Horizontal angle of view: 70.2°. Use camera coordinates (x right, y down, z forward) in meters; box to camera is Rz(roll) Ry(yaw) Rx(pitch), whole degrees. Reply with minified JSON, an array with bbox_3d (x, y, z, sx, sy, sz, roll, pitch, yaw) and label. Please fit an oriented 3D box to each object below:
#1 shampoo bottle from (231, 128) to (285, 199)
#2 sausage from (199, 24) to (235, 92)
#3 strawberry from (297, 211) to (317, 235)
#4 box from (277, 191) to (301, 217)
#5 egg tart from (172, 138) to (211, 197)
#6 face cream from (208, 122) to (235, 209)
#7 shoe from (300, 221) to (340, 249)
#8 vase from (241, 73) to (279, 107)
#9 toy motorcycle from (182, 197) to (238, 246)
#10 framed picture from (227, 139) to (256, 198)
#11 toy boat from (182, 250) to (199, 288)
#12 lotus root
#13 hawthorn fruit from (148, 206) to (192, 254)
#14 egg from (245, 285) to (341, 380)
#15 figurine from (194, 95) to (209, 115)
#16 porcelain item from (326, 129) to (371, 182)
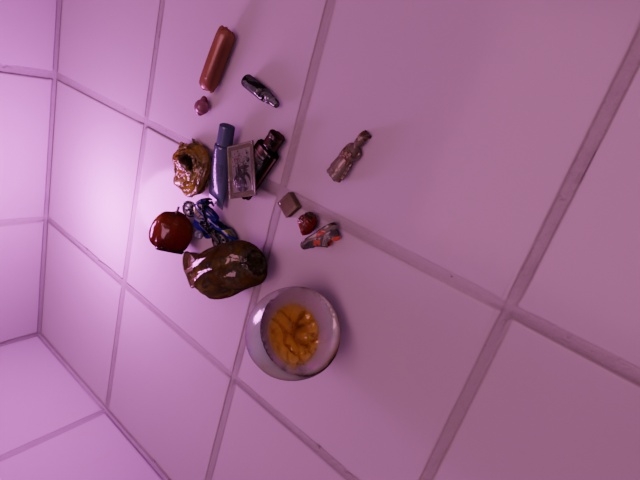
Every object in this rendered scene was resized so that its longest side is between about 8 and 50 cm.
[{"bbox_3d":[-0.264,-0.325,1.931,0.129,0.084,0.323,52,122,21],"label":"shampoo bottle"},{"bbox_3d":[-0.453,-0.787,1.989,0.086,0.086,0.289,43,119,23],"label":"sausage"},{"bbox_3d":[-0.055,-0.066,1.826,0.083,0.083,0.097,39,127,25],"label":"strawberry"},{"bbox_3d":[-0.131,-0.150,1.891,0.079,0.035,0.083,-39,74,34],"label":"box"},{"bbox_3d":[-0.638,-0.348,2.168,0.297,0.132,0.298,-1,89,45],"label":"egg tart"},{"bbox_3d":[-0.451,-0.337,2.068,0.135,0.086,0.386,38,125,36],"label":"face cream"},{"bbox_3d":[-0.001,0.001,1.803,0.194,0.074,0.077,-32,84,33],"label":"shoe"},{"bbox_3d":[-0.242,-0.612,1.879,0.211,0.059,0.060,42,120,23],"label":"vase"},{"bbox_3d":[-0.518,-0.091,2.136,0.315,0.113,0.169,46,118,5],"label":"toy motorcycle"},{"bbox_3d":[-0.337,-0.297,1.931,0.172,0.010,0.232,-4,90,40],"label":"framed picture"},{"bbox_3d":[-0.633,0.138,2.295,0.116,0.061,0.188,-25,83,38],"label":"toy boat"},{"bbox_3d":[-0.386,0.126,2.005,0.345,0.250,0.251,-16,88,37],"label":"lotus root"},{"bbox_3d":[-0.737,-0.054,2.253,0.215,0.215,0.250,32,116,28],"label":"hawthorn fruit"},{"bbox_3d":[-0.142,0.377,1.816,0.339,0.354,0.355,-29,80,56],"label":"egg"},{"bbox_3d":[-0.546,-0.618,2.096,0.066,0.071,0.083,19,125,-11],"label":"figurine"},{"bbox_3d":[0.107,-0.314,1.678,0.084,0.054,0.213,50,122,17],"label":"porcelain item"}]
